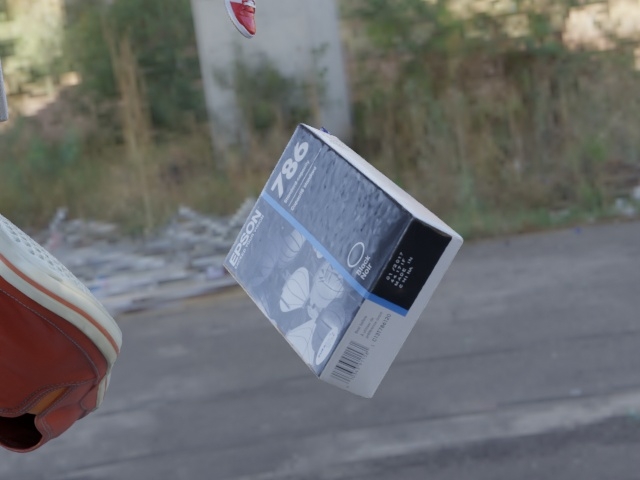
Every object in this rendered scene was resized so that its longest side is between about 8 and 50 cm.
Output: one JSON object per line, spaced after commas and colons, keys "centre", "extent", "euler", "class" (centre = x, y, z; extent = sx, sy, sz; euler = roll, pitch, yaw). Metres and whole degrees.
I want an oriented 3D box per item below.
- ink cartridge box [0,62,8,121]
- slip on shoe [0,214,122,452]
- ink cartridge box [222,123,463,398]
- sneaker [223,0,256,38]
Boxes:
{"centre": [-0.381, -0.270, 1.502], "extent": [0.114, 0.273, 0.197], "euler": [-10, -31, -11], "class": "ink cartridge box"}
{"centre": [-0.218, 0.080, 1.143], "extent": [0.101, 0.123, 0.331], "euler": [-46, -10, -21], "class": "slip on shoe"}
{"centre": [0.000, 0.000, 1.437], "extent": [0.065, 0.165, 0.333], "euler": [25, 9, -28], "class": "ink cartridge box"}
{"centre": [-0.091, -0.324, 2.005], "extent": [0.067, 0.118, 0.042], "euler": [-26, -17, 22], "class": "sneaker"}
